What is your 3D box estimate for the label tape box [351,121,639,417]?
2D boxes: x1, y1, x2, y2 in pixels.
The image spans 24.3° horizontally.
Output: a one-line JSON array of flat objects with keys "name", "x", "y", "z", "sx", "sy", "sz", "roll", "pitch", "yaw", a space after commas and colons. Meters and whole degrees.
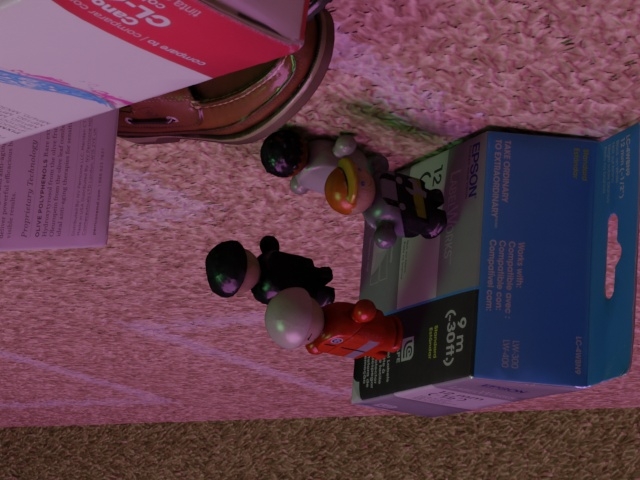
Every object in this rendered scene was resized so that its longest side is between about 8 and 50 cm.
[{"name": "label tape box", "x": 0.165, "y": 0.030, "z": 1.471, "sx": 0.115, "sy": 0.249, "sz": 0.348, "roll": 13, "pitch": 162, "yaw": -24}]

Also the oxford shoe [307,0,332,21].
[{"name": "oxford shoe", "x": -0.088, "y": -0.190, "z": 1.110, "sx": 0.227, "sy": 0.082, "sz": 0.096, "roll": -9, "pitch": 147, "yaw": 27}]

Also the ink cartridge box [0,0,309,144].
[{"name": "ink cartridge box", "x": -0.143, "y": -0.195, "z": 0.846, "sx": 0.306, "sy": 0.226, "sz": 0.131, "roll": -10, "pitch": 157, "yaw": 42}]

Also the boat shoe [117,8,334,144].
[{"name": "boat shoe", "x": -0.119, "y": -0.138, "z": 1.237, "sx": 0.104, "sy": 0.110, "sz": 0.307, "roll": 17, "pitch": 160, "yaw": -38}]

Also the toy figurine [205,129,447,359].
[{"name": "toy figurine", "x": 0.000, "y": 0.000, "z": 1.475, "sx": 0.148, "sy": 0.209, "sz": 0.213, "roll": 14, "pitch": -166, "yaw": -33}]

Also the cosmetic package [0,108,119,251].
[{"name": "cosmetic package", "x": -0.357, "y": -0.077, "z": 1.149, "sx": 0.197, "sy": 0.155, "sz": 0.366, "roll": 15, "pitch": -167, "yaw": 42}]
